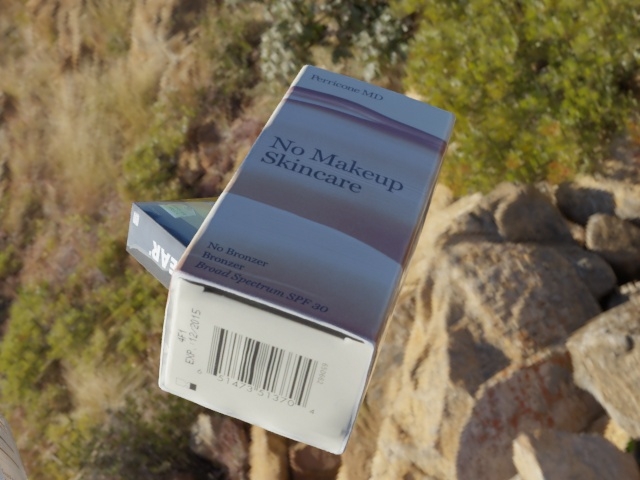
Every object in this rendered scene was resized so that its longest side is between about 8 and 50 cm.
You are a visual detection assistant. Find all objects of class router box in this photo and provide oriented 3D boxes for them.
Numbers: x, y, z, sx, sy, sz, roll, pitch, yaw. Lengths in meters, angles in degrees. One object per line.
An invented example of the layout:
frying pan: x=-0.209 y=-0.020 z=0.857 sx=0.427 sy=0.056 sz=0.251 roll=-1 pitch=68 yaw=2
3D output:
router box: x=-0.093 y=0.032 z=1.384 sx=0.242 sy=0.081 sz=0.309 roll=-6 pitch=28 yaw=-38

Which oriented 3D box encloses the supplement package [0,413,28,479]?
supplement package: x=-0.354 y=0.282 z=0.964 sx=0.139 sy=0.134 sz=0.244 roll=-24 pitch=61 yaw=-12

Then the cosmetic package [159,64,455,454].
cosmetic package: x=0.000 y=0.000 z=0.784 sx=0.153 sy=0.129 sz=0.296 roll=18 pitch=40 yaw=5
